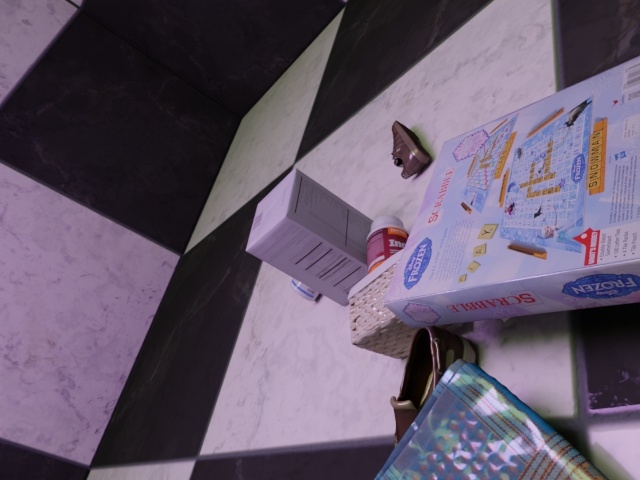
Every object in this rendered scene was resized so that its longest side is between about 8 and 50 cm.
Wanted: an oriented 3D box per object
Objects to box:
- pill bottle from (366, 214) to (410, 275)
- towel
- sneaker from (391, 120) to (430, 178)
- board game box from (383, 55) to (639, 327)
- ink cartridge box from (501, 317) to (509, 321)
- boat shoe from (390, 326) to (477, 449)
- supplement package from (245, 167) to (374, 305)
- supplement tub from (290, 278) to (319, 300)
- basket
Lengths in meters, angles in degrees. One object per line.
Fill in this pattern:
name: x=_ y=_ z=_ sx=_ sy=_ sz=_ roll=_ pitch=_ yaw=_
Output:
pill bottle: x=0.126 y=0.026 z=0.947 sx=0.086 sy=0.086 sz=0.152 roll=-43 pitch=29 yaw=32
towel: x=0.176 y=0.316 z=0.479 sx=0.271 sy=0.040 sz=0.370 roll=-57 pitch=35 yaw=7
sneaker: x=0.178 y=-0.202 z=1.142 sx=0.071 sy=0.066 sz=0.188 roll=-50 pitch=25 yaw=22
board game box: x=0.256 y=-0.053 z=0.644 sx=0.318 sy=0.066 sz=0.318 roll=-18 pitch=37 yaw=49
ink cartridge box: x=0.248 y=0.032 z=0.697 sx=0.181 sy=0.061 sz=0.104 roll=-42 pitch=28 yaw=13
boat shoe: x=0.126 y=0.234 z=0.687 sx=0.095 sy=0.095 sz=0.257 roll=-22 pitch=43 yaw=54
supplement package: x=0.000 y=0.000 z=1.027 sx=0.134 sy=0.244 sz=0.139 roll=-38 pitch=30 yaw=37
supplement tub: x=-0.013 y=0.077 z=1.179 sx=0.107 sy=0.071 sz=0.071 roll=-55 pitch=24 yaw=7
basket: x=0.129 y=0.104 z=0.805 sx=0.167 sy=0.113 sz=0.103 roll=-44 pitch=33 yaw=46
